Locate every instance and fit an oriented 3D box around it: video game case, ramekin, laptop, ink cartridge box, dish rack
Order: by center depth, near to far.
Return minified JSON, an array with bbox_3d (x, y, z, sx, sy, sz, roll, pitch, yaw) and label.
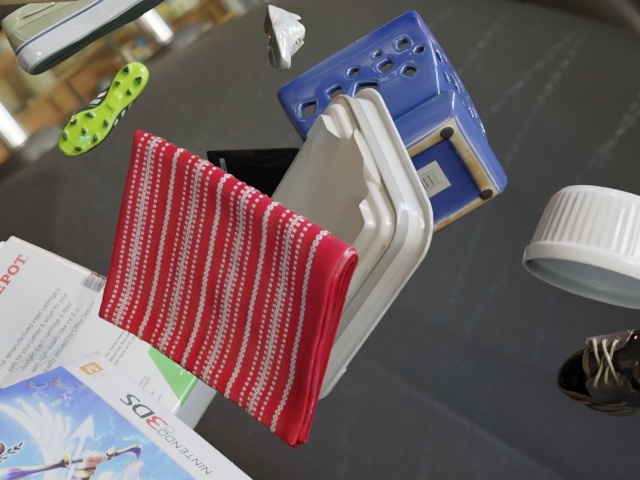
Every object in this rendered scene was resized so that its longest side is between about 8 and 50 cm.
[{"bbox_3d":[-0.203,0.203,1.072,0.269,0.061,0.244,-21,40,-39],"label":"video game case"},{"bbox_3d":[-0.283,0.152,1.665,0.211,0.289,0.121,-58,-14,-35],"label":"ink cartridge box"},{"bbox_3d":[0.000,0.000,1.806,0.333,0.072,0.285,-56,37,34],"label":"dish rack"},{"bbox_3d":[0.376,0.008,1.899,0.207,0.207,0.109,-11,59,70],"label":"ramekin"},{"bbox_3d":[-0.019,-0.077,2.367,0.264,0.234,0.136,-29,34,-28],"label":"laptop"}]

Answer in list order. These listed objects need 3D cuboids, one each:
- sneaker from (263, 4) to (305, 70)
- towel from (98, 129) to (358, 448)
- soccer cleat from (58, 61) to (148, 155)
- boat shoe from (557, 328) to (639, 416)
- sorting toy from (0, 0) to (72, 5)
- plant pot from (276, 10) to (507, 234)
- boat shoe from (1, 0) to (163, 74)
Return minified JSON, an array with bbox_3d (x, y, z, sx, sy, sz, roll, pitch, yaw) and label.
[{"bbox_3d":[-0.051,-0.312,2.244,0.152,0.061,0.054,-98,19,-48],"label":"sneaker"},{"bbox_3d":[-0.091,0.041,1.299,0.031,0.275,0.199,-12,-56,-49],"label":"towel"},{"bbox_3d":[-0.321,-0.194,2.202,0.179,0.060,0.072,-46,-2,3],"label":"soccer cleat"},{"bbox_3d":[0.470,0.208,2.274,0.355,0.130,0.132,126,148,-68],"label":"boat shoe"},{"bbox_3d":[-0.411,-0.395,1.646,0.255,0.257,0.089,-2,42,5],"label":"sorting toy"},{"bbox_3d":[0.110,-0.133,2.024,0.236,0.236,0.212,-30,44,7],"label":"plant pot"},{"bbox_3d":[-0.322,-0.354,2.130,0.302,0.094,0.109,-33,0,-14],"label":"boat shoe"}]
